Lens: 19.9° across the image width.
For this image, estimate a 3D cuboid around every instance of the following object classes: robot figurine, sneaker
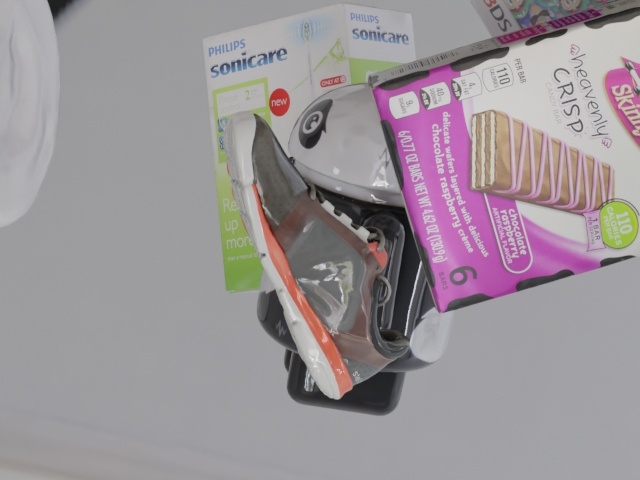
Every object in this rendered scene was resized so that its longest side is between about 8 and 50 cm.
[{"bbox_3d":[0.037,0.005,1.549,0.173,0.278,0.209,-6,-156,-43],"label":"robot figurine"},{"bbox_3d":[0.000,0.000,0.916,0.065,0.158,0.061,-23,-159,-3],"label":"sneaker"}]

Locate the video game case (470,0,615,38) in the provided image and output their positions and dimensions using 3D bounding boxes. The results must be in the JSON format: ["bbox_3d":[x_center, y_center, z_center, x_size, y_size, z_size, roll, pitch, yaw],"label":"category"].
[{"bbox_3d":[0.170,-0.208,1.267,0.143,0.157,0.019,58,-161,-6],"label":"video game case"}]

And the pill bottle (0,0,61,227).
[{"bbox_3d":[-0.329,-0.090,1.067,0.318,0.176,0.176,-1,-161,16],"label":"pill bottle"}]

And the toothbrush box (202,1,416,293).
[{"bbox_3d":[-0.003,-0.093,1.950,0.206,0.283,0.122,-8,174,40],"label":"toothbrush box"}]

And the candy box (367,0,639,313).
[{"bbox_3d":[0.164,-0.063,1.186,0.233,0.159,0.071,-17,-168,3],"label":"candy box"}]
